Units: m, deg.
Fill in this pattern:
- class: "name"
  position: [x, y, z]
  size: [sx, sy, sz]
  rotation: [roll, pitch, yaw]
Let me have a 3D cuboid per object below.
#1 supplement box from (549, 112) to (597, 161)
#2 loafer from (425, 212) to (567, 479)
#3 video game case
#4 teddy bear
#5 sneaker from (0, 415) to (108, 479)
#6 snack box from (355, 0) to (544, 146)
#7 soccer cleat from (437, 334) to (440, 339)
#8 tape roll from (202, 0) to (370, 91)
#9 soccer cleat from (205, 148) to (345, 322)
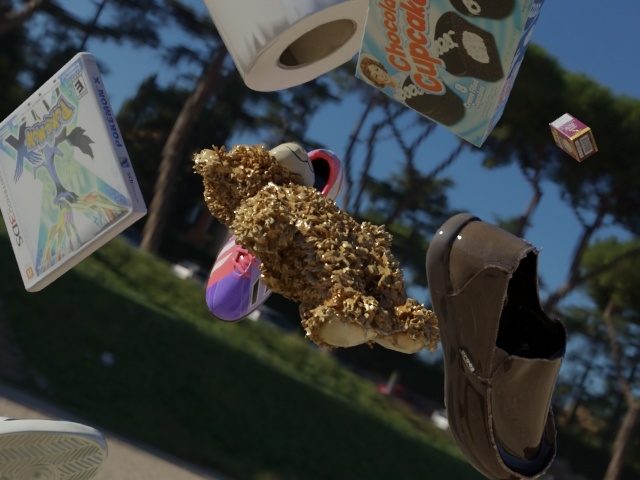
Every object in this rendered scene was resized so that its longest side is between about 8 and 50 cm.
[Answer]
- class: "supplement box"
  position: [0.466, -0.191, 2.449]
  size: [0.055, 0.043, 0.083]
  rotation: [62, -7, -33]
- class: "loafer"
  position: [0.221, 0.146, 1.562]
  size: [0.130, 0.134, 0.366]
  rotation: [10, -51, 43]
- class: "video game case"
  position: [-0.448, -0.111, 2.273]
  size: [0.329, 0.300, 0.036]
  rotation: [-32, -17, 37]
- class: "teddy bear"
  position: [0.000, 0.000, 1.403]
  size: [0.245, 0.113, 0.338]
  rotation: [16, 25, -30]
- class: "sneaker"
  position: [-0.448, 0.249, 1.683]
  size: [0.350, 0.131, 0.148]
  rotation: [4, 28, -29]
- class: "snack box"
  position: [0.148, -0.255, 1.539]
  size: [0.187, 0.060, 0.322]
  rotation: [31, -26, 11]
- class: "soccer cleat"
  position: [0.206, 0.093, 1.849]
  size: [0.072, 0.060, 0.179]
  rotation: [7, -30, 2]
- class: "tape roll"
  position: [-0.040, -0.358, 1.978]
  size: [0.169, 0.246, 0.246]
  rotation: [62, 1, 12]
- class: "soccer cleat"
  position: [-0.077, -0.013, 2.078]
  size: [0.108, 0.318, 0.116]
  rotation: [37, -6, 8]
